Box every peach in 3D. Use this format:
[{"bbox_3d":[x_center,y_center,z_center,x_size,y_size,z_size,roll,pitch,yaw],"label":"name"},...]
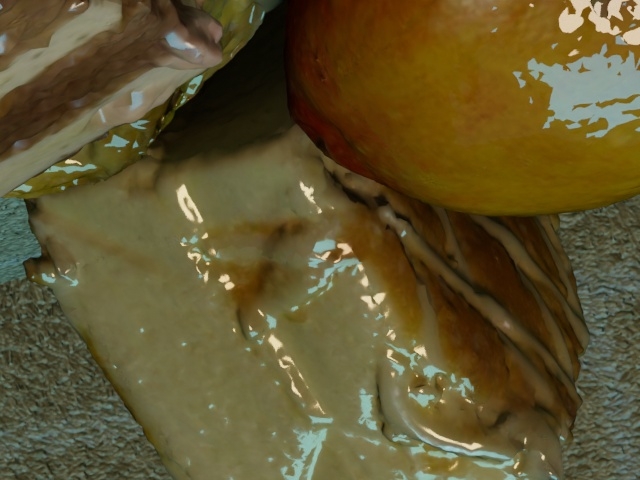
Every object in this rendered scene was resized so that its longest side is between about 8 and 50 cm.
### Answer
[{"bbox_3d":[0.144,-0.163,1.234,0.372,0.290,0.372,-48,-172,9],"label":"peach"}]

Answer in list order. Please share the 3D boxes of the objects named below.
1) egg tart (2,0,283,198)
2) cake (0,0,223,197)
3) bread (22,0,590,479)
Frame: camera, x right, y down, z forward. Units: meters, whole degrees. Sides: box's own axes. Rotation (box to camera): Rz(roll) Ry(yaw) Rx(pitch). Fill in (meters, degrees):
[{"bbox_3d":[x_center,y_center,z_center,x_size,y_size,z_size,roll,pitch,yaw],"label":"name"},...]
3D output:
[{"bbox_3d":[-0.193,-0.125,1.221,0.341,0.129,0.341,-5,147,-3],"label":"egg tart"},{"bbox_3d":[-0.226,-0.119,0.839,0.282,0.255,0.290,-31,167,11],"label":"cake"},{"bbox_3d":[0.000,0.000,1.521,0.279,0.390,0.371,-24,-158,24],"label":"bread"}]
